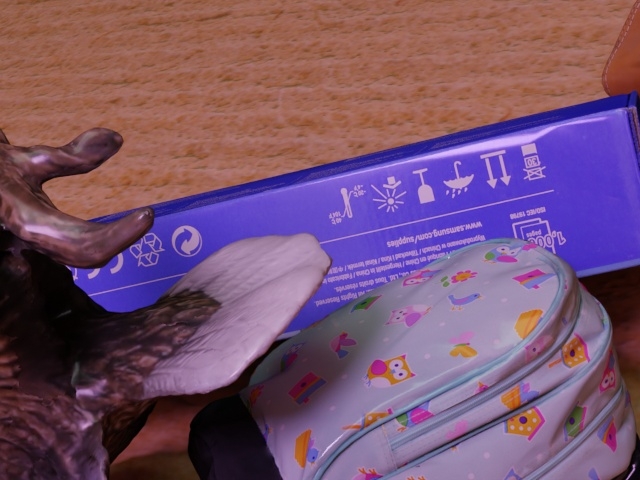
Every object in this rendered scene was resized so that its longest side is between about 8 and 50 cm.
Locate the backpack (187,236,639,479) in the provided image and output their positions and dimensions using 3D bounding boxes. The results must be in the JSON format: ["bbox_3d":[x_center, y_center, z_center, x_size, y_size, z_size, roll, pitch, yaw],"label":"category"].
[{"bbox_3d":[0.042,0.082,0.574,0.182,0.115,0.152,-27,30,-6],"label":"backpack"}]

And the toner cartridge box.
[{"bbox_3d":[0.000,0.000,0.724,0.348,0.075,0.165,-13,4,15],"label":"toner cartridge box"}]

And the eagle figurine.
[{"bbox_3d":[-0.140,0.091,0.560,0.226,0.298,0.225,-21,39,-35],"label":"eagle figurine"}]

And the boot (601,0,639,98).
[{"bbox_3d":[0.241,-0.096,0.757,0.220,0.109,0.283,7,44,46],"label":"boot"}]
